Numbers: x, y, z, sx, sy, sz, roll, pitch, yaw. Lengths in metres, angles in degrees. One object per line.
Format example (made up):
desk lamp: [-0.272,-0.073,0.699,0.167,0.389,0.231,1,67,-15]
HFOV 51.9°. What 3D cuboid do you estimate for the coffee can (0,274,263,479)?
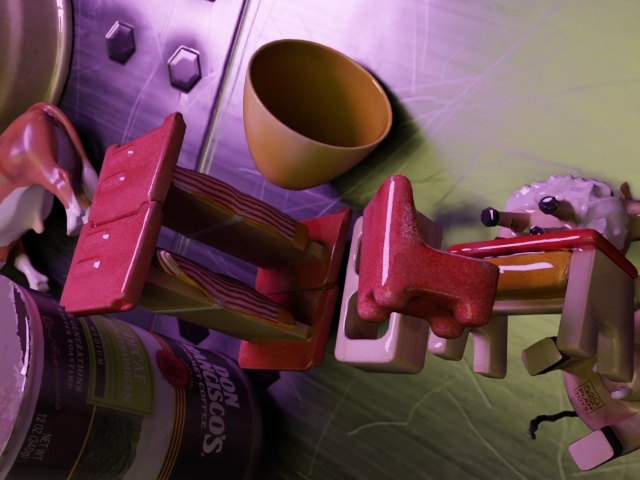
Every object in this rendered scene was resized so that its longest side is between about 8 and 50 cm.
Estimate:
coffee can: [-0.214,0.168,0.601,0.201,0.275,0.202,-15,61,28]

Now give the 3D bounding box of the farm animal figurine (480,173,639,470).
farm animal figurine: [0.292,0.072,0.420,0.326,0.172,0.331,-27,68,46]

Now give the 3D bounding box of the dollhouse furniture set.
dollhouse furniture set: [0.000,0.000,0.474,0.374,0.201,0.152,-9,62,44]

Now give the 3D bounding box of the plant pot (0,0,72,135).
plant pot: [-0.514,-0.257,0.733,0.333,0.305,0.334,3,96,28]

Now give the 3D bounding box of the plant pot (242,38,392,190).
plant pot: [-0.016,-0.101,0.597,0.134,0.134,0.095,50,139,15]

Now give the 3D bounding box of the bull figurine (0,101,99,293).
bull figurine: [-0.388,-0.027,0.808,0.310,0.101,0.188,-39,81,28]
